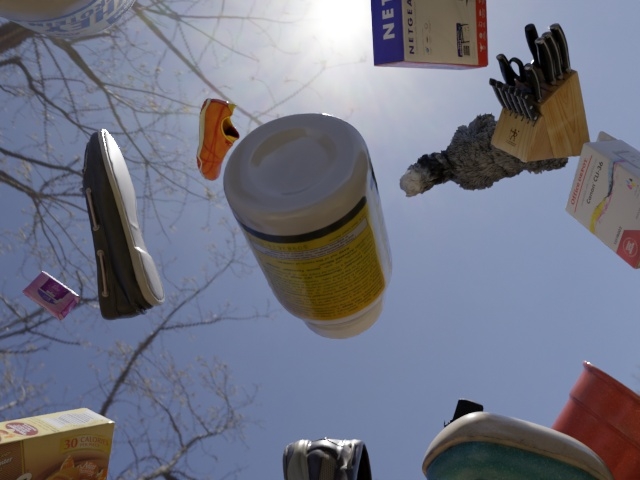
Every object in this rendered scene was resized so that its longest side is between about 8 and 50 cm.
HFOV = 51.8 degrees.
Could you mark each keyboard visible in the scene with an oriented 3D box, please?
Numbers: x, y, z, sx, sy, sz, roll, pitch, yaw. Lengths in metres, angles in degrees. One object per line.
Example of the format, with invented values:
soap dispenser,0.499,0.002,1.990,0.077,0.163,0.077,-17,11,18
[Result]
keyboard,0.341,0.482,1.610,0.038,0.100,0.191,24,-97,-40

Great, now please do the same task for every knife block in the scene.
knife block,0.415,-0.270,1.187,0.276,0.088,0.242,-9,-54,-36

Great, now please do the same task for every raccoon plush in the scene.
raccoon plush,0.488,-0.210,1.871,0.446,0.299,0.216,-38,-70,-20

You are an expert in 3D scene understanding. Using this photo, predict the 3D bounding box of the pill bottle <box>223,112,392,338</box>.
pill bottle,0.000,0.000,0.927,0.188,0.188,0.333,-40,-36,-16

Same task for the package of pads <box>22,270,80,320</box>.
package of pads,-0.457,0.093,1.120,0.050,0.083,0.032,-53,-12,-25

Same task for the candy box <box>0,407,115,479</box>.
candy box,-0.465,0.365,0.961,0.317,0.088,0.182,6,-88,-54

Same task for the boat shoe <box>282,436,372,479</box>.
boat shoe,0.035,0.364,0.797,0.130,0.355,0.132,-20,-60,2

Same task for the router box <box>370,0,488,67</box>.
router box,0.226,-0.524,1.349,0.301,0.082,0.335,-13,-77,-44

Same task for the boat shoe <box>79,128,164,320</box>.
boat shoe,-0.348,-0.030,1.072,0.096,0.335,0.112,-21,-19,0

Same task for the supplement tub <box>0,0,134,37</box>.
supplement tub,-0.353,-0.389,0.849,0.236,0.325,0.235,-2,-78,-9

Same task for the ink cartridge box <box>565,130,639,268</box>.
ink cartridge box,0.413,-0.064,0.916,0.067,0.198,0.115,-7,-57,-16

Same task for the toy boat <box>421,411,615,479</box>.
toy boat,0.251,0.374,0.910,0.268,0.148,0.318,18,-45,-4

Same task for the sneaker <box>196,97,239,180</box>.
sneaker,-0.177,-0.166,1.146,0.175,0.068,0.064,105,180,-50

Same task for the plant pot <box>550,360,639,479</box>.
plant pot,0.498,0.399,1.148,0.265,0.272,0.272,-53,-48,1
